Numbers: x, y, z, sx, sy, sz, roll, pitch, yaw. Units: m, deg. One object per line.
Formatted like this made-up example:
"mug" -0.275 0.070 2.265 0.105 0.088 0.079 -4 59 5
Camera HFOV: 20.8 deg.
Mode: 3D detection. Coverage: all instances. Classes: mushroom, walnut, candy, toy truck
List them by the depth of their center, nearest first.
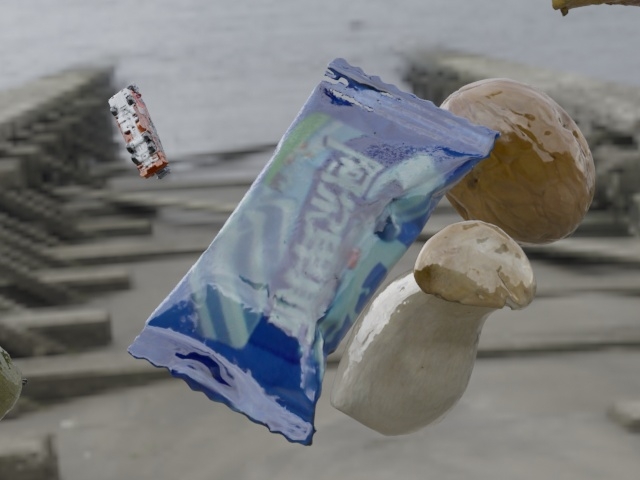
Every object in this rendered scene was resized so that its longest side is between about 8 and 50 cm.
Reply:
"mushroom" 0.076 0.071 1.253 0.097 0.212 0.088 35 39 1
"toy truck" -0.137 -0.085 1.325 0.024 0.083 0.032 -34 -24 19
"candy" 0.000 0.000 1.436 0.187 0.077 0.331 25 65 25
"walnut" 0.210 -0.083 1.897 0.167 0.207 0.167 -39 14 12

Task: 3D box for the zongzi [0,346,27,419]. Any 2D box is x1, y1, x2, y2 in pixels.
"zongzi" -0.341 0.064 1.343 0.204 0.205 0.094 20 67 35

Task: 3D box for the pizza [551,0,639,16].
"pizza" 0.355 -0.218 1.409 0.323 0.089 0.223 -6 7 19
